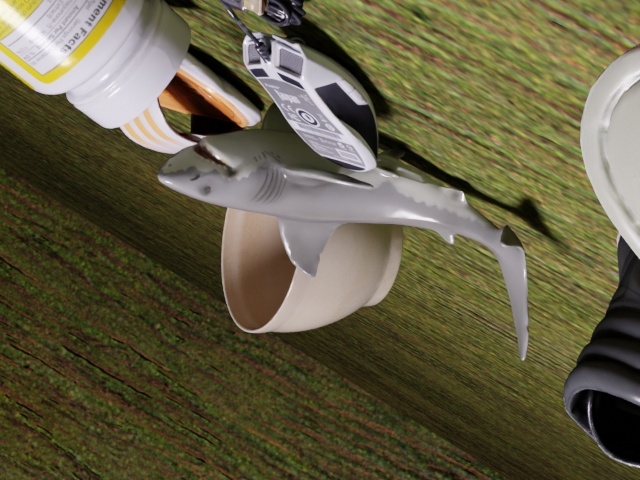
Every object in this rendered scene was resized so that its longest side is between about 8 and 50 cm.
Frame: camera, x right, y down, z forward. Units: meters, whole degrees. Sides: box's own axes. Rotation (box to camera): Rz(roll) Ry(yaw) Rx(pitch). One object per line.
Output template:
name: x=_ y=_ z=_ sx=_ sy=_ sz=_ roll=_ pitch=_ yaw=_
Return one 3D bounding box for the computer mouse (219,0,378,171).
computer mouse: x=-0.015 y=-0.116 z=1.099 sx=0.106 sy=0.042 sz=0.193 roll=19 pitch=158 yaw=43

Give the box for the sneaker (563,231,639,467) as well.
sneaker: x=0.192 y=0.061 z=0.956 sx=0.104 sy=0.147 sz=0.296 roll=31 pitch=172 yaw=8

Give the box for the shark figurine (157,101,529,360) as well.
shark figurine: x=0.028 y=-0.011 z=1.214 sx=0.278 sy=0.116 sz=0.166 roll=17 pitch=-155 yaw=3

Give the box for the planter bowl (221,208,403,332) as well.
planter bowl: x=0.000 y=0.000 z=1.371 sx=0.109 sy=0.162 sz=0.162 roll=7 pitch=-177 yaw=-25

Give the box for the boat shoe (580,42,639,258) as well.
boat shoe: x=0.256 y=0.007 z=0.557 sx=0.340 sy=0.113 sz=0.127 roll=23 pitch=132 yaw=15

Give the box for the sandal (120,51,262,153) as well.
sandal: x=-0.138 y=-0.113 z=1.436 sx=0.102 sy=0.076 sz=0.265 roll=38 pitch=170 yaw=-26

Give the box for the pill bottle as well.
pill bottle: x=-0.199 y=-0.177 z=1.172 sx=0.208 sy=0.119 sz=0.119 roll=39 pitch=170 yaw=-29
